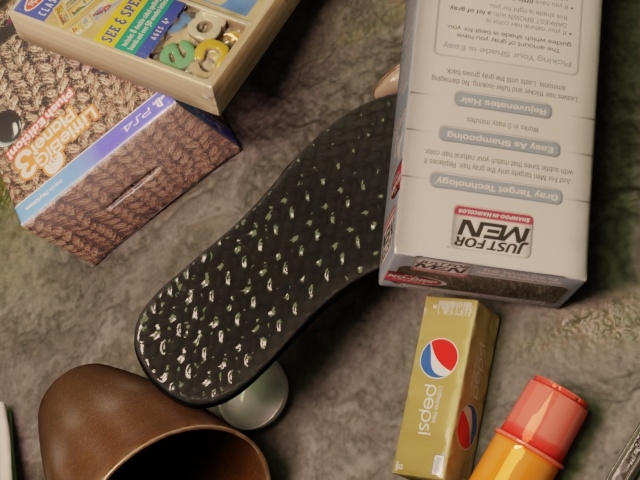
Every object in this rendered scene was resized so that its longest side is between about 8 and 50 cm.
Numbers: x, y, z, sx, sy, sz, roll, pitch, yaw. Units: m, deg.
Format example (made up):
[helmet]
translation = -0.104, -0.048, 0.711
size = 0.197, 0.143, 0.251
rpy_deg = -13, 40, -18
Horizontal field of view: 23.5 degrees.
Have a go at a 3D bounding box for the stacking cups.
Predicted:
[stacking cups]
translation = 0.146, 0.273, 1.429
size = 0.096, 0.096, 0.316
rpy_deg = 26, 86, 34

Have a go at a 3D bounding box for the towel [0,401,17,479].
[towel]
translation = -0.493, 0.319, 1.718
size = 0.325, 0.038, 0.248
rpy_deg = -18, 46, 0

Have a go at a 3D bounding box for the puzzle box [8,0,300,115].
[puzzle box]
translation = -0.129, -0.346, 1.747
size = 0.272, 0.052, 0.409
rpy_deg = 21, 63, 21

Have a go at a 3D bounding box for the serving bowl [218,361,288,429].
[serving bowl]
translation = -0.067, 0.163, 1.636
size = 0.083, 0.027, 0.083
rpy_deg = -11, 67, 26

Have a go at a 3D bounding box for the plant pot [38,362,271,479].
[plant pot]
translation = -0.201, 0.229, 1.599
size = 0.215, 0.215, 0.230
rpy_deg = -54, 42, 1

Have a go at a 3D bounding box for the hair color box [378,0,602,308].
[hair color box]
translation = 0.170, -0.135, 1.518
size = 0.185, 0.113, 0.374
rpy_deg = 8, 71, -4

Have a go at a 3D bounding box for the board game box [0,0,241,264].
[board game box]
translation = -0.270, -0.165, 1.812
size = 0.232, 0.141, 0.291
rpy_deg = -38, 57, 12

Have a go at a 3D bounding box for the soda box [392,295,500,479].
[soda box]
translation = 0.125, 0.149, 1.511
size = 0.058, 0.061, 0.181
rpy_deg = 4, 74, 31

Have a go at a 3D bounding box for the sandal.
[sandal]
translation = -0.003, -0.001, 1.576
size = 0.446, 0.107, 0.167
rpy_deg = -36, 84, -11

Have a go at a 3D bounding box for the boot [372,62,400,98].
[boot]
translation = 0.121, -0.158, 1.647
size = 0.118, 0.042, 0.087
rpy_deg = -34, 60, 15

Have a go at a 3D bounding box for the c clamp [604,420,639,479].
[c clamp]
translation = 0.329, 0.220, 1.395
size = 0.137, 0.022, 0.161
rpy_deg = 23, 85, 39
